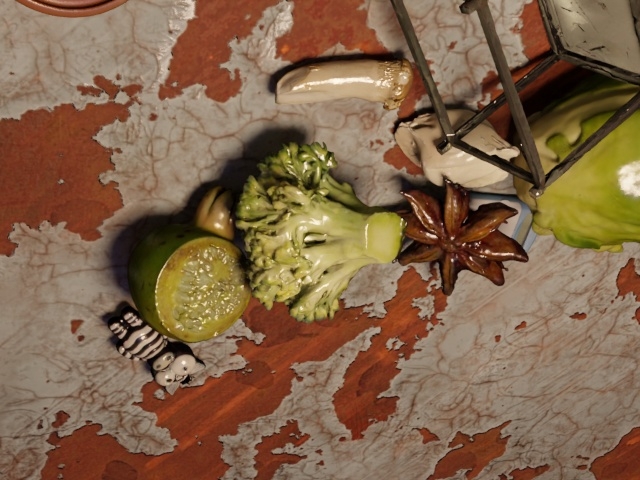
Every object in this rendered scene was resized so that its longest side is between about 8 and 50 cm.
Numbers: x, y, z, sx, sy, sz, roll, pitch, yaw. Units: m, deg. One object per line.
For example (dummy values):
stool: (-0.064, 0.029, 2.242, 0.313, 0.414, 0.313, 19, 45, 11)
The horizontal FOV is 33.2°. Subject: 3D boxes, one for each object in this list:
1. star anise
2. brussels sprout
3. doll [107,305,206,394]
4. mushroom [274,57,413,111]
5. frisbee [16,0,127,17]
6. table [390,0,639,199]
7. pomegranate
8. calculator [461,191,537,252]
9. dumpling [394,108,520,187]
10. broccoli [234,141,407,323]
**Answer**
star anise: (0.224, -0.022, 1.765, 0.272, 0.102, 0.272, 14, 138, 13)
brussels sprout: (0.495, -0.134, 1.685, 0.371, 0.275, 0.315, -1, 157, -15)
doll: (-0.280, 0.191, 1.848, 0.091, 0.067, 0.219, -39, 130, 1)
mushroom: (0.034, -0.234, 1.613, 0.209, 0.071, 0.084, -3, 159, -10)
frisbee: (-0.327, -0.409, 1.401, 0.251, 0.021, 0.250, -8, 129, -10)
table: (0.276, -0.290, 1.487, 0.272, 0.222, 0.335, -40, 130, -13)
pomegranate: (-0.218, 0.033, 1.692, 0.190, 0.159, 0.240, -10, 112, -36)
calculator: (0.296, -0.026, 1.864, 0.210, 0.039, 0.121, 5, 126, -20)
dumpling: (0.217, -0.138, 1.711, 0.199, 0.118, 0.136, 13, 142, 17)
broccoli: (0.000, 0.000, 1.648, 0.288, 0.246, 0.248, 41, 64, -46)
